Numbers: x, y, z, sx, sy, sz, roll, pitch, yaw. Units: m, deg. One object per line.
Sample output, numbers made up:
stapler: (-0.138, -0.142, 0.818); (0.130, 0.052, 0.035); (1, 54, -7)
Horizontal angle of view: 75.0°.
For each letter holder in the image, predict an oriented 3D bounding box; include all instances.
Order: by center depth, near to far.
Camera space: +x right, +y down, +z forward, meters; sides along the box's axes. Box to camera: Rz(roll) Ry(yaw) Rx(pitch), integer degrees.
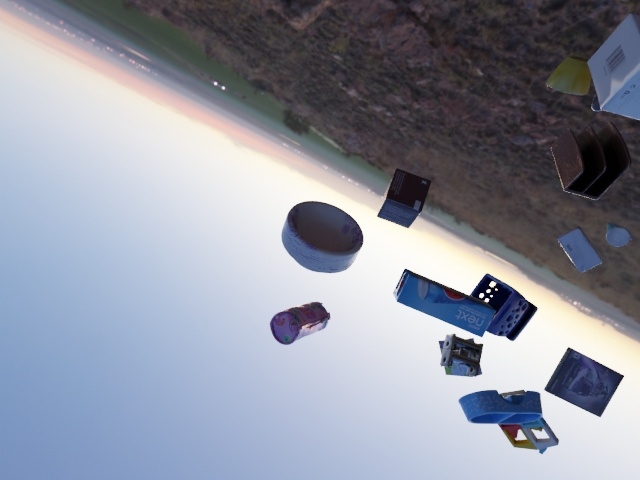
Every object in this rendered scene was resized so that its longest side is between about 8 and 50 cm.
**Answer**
letter holder: (1.123, -0.361, 1.743); (0.152, 0.214, 0.301); (15, -130, -3)

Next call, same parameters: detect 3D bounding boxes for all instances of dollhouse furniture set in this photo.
dollhouse furniture set: (0.529, 0.456, 1.656); (0.129, 0.129, 0.183); (21, 161, -6)

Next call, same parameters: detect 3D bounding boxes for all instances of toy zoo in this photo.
toy zoo: (0.820, 0.747, 1.697); (0.030, 0.192, 0.293); (-35, -88, -45)

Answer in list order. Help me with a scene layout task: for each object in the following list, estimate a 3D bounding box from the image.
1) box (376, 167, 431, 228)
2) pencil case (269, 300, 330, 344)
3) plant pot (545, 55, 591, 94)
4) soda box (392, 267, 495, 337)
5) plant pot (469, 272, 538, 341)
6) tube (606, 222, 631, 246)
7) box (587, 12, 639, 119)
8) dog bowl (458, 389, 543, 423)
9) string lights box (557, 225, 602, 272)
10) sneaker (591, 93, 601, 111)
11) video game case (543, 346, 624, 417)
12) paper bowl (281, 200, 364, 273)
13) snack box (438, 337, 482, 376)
box: (0.374, -0.186, 1.890); (0.167, 0.168, 0.203); (21, 159, 4)
pencil case: (-0.066, 0.296, 1.528); (0.124, 0.124, 0.284); (31, -168, 23)
plant pot: (0.833, -0.550, 1.375); (0.134, 0.095, 0.134); (5, -141, -4)
soda box: (0.276, 0.139, 0.944); (0.210, 0.071, 0.067); (23, -171, -2)
plant pot: (0.859, 0.326, 1.986); (0.212, 0.236, 0.236); (28, -171, -20)
tube: (0.851, -0.020, 1.190); (0.207, 0.052, 0.080); (-9, -127, -53)
box: (0.982, -0.459, 1.174); (0.345, 0.215, 0.168); (13, 149, -5)
dog bowl: (0.633, 0.585, 1.454); (0.297, 0.166, 0.074); (6, -129, -10)
string lights box: (0.918, 0.025, 1.479); (0.260, 0.077, 0.133); (-8, -114, -57)
sneaker: (1.047, -0.547, 1.516); (0.061, 0.158, 0.065); (43, -149, 25)
video game case: (1.035, 0.558, 1.636); (0.274, 0.196, 0.026); (27, -177, -9)
paper bowl: (0.000, 0.000, 1.480); (0.284, 0.148, 0.284); (13, -140, -11)
snack box: (0.675, 0.566, 2.030); (0.070, 0.174, 0.207); (-6, 167, -22)
